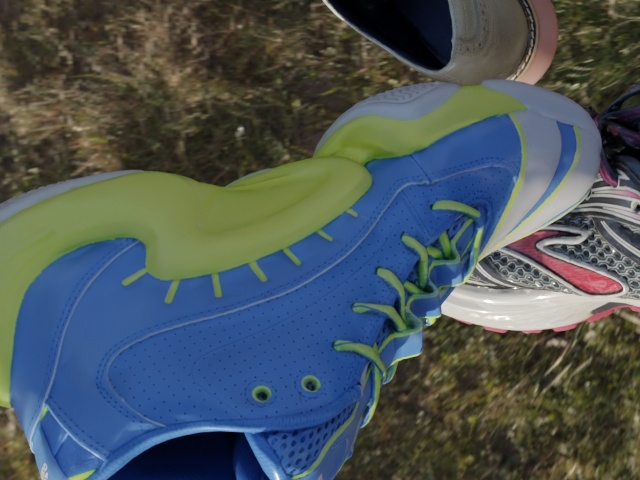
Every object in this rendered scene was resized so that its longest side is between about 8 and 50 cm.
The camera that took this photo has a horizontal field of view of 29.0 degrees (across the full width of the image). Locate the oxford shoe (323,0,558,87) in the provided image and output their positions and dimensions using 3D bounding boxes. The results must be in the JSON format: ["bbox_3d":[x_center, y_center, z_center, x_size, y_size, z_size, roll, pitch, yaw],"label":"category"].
[{"bbox_3d":[0.036,-0.277,1.088,0.397,0.146,0.140,44,122,26],"label":"oxford shoe"}]

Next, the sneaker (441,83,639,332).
[{"bbox_3d":[0.132,-0.023,0.566,0.299,0.112,0.121,11,61,34],"label":"sneaker"}]

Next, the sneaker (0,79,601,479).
[{"bbox_3d":[0.005,0.028,0.413,0.240,0.091,0.126,-16,58,-15],"label":"sneaker"}]
